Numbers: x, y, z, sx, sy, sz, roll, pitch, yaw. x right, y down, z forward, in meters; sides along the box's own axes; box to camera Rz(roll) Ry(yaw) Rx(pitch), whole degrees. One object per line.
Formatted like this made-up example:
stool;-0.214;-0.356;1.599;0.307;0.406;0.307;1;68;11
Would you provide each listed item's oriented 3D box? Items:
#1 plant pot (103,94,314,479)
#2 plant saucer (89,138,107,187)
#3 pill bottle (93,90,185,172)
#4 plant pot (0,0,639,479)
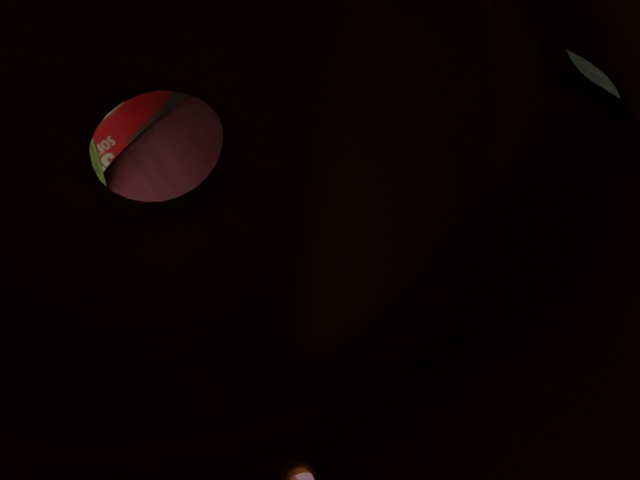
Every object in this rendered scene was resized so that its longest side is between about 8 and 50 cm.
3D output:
plant pot;0.000;0.000;0.769;0.180;0.201;0.201;50;178;-2
plant saucer;-0.159;-0.122;0.725;0.241;0.037;0.241;157;90;-80
pill bottle;-0.077;-0.007;1.022;0.318;0.176;0.176;52;171;-29
plant pot;-0.023;0.022;0.324;0.291;0.291;0.203;36;-165;-29
